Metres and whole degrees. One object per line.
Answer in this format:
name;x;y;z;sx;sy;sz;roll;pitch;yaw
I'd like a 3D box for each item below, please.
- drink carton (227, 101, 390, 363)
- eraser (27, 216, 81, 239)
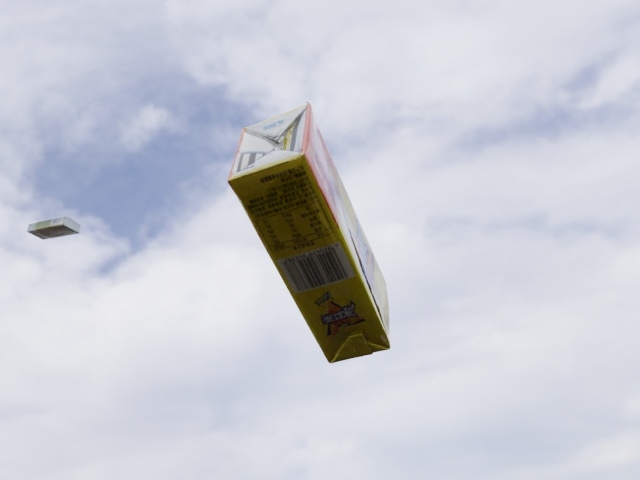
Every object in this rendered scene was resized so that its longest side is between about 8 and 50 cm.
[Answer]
drink carton;0.000;0.000;0.893;0.111;0.155;0.351;-17;-55;15
eraser;-0.444;-0.020;1.033;0.083;0.019;0.038;-9;-25;24
